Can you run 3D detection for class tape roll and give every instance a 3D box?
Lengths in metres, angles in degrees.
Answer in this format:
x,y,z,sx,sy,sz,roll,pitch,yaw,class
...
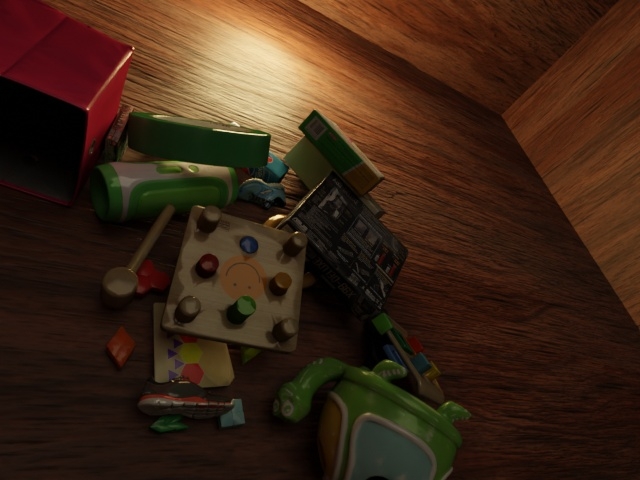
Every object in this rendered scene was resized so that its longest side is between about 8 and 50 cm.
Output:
x,y,z,sx,sy,sz,roll,pitch,yaw,class
-0.280,-0.240,0.976,0.320,0.077,0.321,9,16,-2,tape roll

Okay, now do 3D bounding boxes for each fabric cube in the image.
x,y,z,sx,sy,sz,roll,pitch,yaw,class
-0.546,-0.271,0.791,0.258,0.254,0.258,21,42,-21,fabric cube

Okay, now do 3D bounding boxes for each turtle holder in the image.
x,y,z,sx,sy,sz,roll,pitch,yaw,class
0.091,0.350,0.755,0.320,0.243,0.228,41,66,-19,turtle holder

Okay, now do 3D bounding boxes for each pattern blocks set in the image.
x,y,z,sx,sy,sz,roll,pitch,yaw,class
-0.248,0.195,0.786,0.285,0.026,0.325,15,47,-28,pattern blocks set

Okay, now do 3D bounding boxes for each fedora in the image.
x,y,z,sx,sy,sz,roll,pitch,yaw,class
-0.079,0.034,1.004,0.194,0.079,0.195,18,55,-27,fedora

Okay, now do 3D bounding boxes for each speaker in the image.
x,y,z,sx,sy,sz,roll,pitch,yaw,class
-0.334,-0.116,0.915,0.296,0.131,0.131,-13,64,-45,speaker

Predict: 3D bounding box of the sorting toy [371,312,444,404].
x,y,z,sx,sy,sz,roll,pitch,yaw,class
0.222,0.268,0.953,0.347,0.047,0.196,42,16,-49,sorting toy

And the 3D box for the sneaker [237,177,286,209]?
x,y,z,sx,sy,sz,roll,pitch,yaw,class
-0.156,-0.120,1.112,0.162,0.063,0.073,-2,59,-39,sneaker

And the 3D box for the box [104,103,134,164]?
x,y,z,sx,sy,sz,roll,pitch,yaw,class
-0.461,-0.234,0.945,0.027,0.094,0.137,14,47,-18,box

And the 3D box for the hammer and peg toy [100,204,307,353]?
x,y,z,sx,sy,sz,roll,pitch,yaw,class
-0.201,0.054,0.787,0.360,0.127,0.266,17,59,-20,hammer and peg toy

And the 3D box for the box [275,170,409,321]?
x,y,z,sx,sy,sz,roll,pitch,yaw,class
0.064,0.006,1.023,0.307,0.076,0.242,45,45,-9,box

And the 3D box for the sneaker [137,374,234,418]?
x,y,z,sx,sy,sz,roll,pitch,yaw,class
-0.219,0.256,0.692,0.157,0.061,0.065,18,40,-27,sneaker

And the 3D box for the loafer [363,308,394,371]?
x,y,z,sx,sy,sz,roll,pitch,yaw,class
0.152,0.254,1.009,0.076,0.078,0.223,30,41,-14,loafer

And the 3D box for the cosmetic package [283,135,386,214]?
x,y,z,sx,sy,sz,roll,pitch,yaw,class
0.045,-0.162,1.229,0.309,0.113,0.160,49,14,9,cosmetic package

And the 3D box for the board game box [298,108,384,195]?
x,y,z,sx,sy,sz,roll,pitch,yaw,class
0.076,-0.242,1.172,0.242,0.064,0.316,47,14,2,board game box

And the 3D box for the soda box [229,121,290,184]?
x,y,z,sx,sy,sz,roll,pitch,yaw,class
-0.196,-0.239,1.180,0.210,0.067,0.071,39,41,-3,soda box
